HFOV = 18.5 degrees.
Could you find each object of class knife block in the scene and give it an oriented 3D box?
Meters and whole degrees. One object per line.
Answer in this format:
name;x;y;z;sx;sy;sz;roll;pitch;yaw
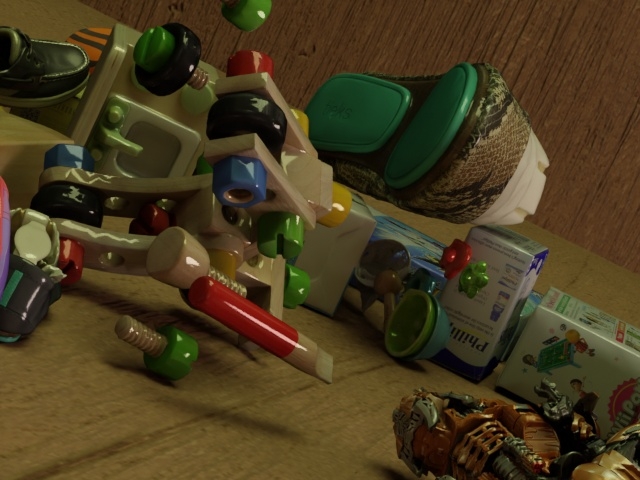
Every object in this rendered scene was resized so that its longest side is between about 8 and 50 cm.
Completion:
knife block;-0.284;-0.048;1.495;0.276;0.088;0.242;19;11;-35

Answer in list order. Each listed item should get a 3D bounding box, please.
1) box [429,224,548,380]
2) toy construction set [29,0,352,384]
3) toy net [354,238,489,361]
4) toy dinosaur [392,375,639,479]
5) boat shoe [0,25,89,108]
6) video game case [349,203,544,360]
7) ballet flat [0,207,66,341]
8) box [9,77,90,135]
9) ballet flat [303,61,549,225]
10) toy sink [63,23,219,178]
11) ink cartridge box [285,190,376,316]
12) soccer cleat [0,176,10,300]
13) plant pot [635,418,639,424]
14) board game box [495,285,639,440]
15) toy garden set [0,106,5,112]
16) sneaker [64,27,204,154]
box;0.162;0.059;1.943;0.072;0.137;0.126;26;8;11
toy construction set;-0.055;0.007;1.495;0.237;0.257;0.309;34;22;-37
toy net;0.081;0.036;1.909;0.045;0.122;0.232;24;7;-27
toy dinosaur;0.201;0.193;1.361;0.218;0.164;0.322;-8;50;-49
boat shoe;-0.332;-0.187;2.059;0.224;0.073;0.080;-8;52;-39
video game case;0.121;0.041;2.206;0.270;0.061;0.244;27;10;14
ballet flat;-0.209;0.016;1.375;0.074;0.074;0.203;24;8;-9
box;-0.304;-0.161;2.239;0.087;0.058;0.232;23;9;-11
ballet flat;0.125;-0.087;1.965;0.182;0.164;0.483;33;-5;-17
toy sink;-0.183;-0.120;2.016;0.131;0.152;0.234;24;7;-9
ink cartridge box;0.000;0.000;1.955;0.062;0.104;0.181;24;8;-8
soccer cleat;-0.234;-0.023;1.211;0.109;0.116;0.318;22;20;-18
plant pot;0.358;0.195;1.805;0.096;0.109;0.109;34;5;-20
board game box;0.340;0.161;1.976;0.303;0.097;0.224;28;8;8
toy garden set;-0.395;-0.152;1.703;0.204;0.049;0.244;50;30;18
sneaker;-0.220;-0.207;2.403;0.321;0.124;0.180;29;-10;30
